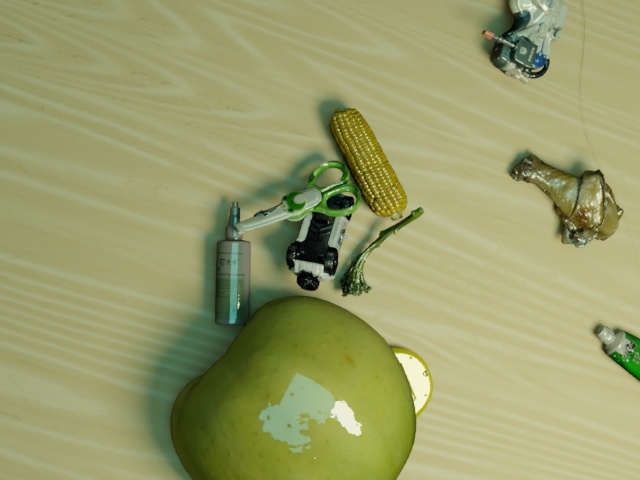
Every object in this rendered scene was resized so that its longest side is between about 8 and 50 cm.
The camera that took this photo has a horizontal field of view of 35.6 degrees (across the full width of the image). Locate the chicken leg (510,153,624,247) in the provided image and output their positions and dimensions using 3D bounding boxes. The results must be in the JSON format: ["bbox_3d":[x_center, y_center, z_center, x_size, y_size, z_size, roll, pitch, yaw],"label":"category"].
[{"bbox_3d":[0.424,-0.078,1.683,0.125,0.080,0.196,-38,94,5],"label":"chicken leg"}]

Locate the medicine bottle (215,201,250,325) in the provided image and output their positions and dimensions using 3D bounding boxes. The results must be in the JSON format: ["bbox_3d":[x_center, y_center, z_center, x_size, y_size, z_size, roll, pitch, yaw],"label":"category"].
[{"bbox_3d":[-0.140,0.036,1.605,0.057,0.057,0.199,2,89,-8],"label":"medicine bottle"}]

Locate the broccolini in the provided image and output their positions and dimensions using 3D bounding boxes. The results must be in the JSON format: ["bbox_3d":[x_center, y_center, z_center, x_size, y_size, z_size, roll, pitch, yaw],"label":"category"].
[{"bbox_3d":[0.094,0.012,1.632,0.052,0.054,0.194,44,103,34],"label":"broccolini"}]

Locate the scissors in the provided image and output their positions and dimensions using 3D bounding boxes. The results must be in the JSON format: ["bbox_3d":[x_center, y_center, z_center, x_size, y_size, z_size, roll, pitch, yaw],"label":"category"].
[{"bbox_3d":[-0.039,-0.055,1.587,0.204,0.027,0.101,-24,58,-7],"label":"scissors"}]

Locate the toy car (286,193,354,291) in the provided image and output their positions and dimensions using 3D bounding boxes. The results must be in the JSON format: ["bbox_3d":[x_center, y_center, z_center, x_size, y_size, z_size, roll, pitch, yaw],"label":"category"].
[{"bbox_3d":[0.000,0.000,1.608,0.080,0.070,0.171,10,65,14],"label":"toy car"}]

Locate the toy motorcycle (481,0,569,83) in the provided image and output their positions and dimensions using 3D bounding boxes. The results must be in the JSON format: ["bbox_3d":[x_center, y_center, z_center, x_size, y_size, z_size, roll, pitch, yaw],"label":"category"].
[{"bbox_3d":[0.341,-0.381,1.666,0.150,0.102,0.221,19,86,-20],"label":"toy motorcycle"}]

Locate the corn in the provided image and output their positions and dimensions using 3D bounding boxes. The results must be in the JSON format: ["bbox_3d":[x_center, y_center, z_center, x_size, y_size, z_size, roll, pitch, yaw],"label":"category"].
[{"bbox_3d":[0.078,-0.125,1.636,0.068,0.068,0.207,-30,91,-8],"label":"corn"}]

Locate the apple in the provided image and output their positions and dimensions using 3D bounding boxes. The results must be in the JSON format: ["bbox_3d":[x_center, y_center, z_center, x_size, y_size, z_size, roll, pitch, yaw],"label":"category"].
[{"bbox_3d":[-0.026,0.293,1.572,0.360,0.320,0.312,41,50,-6],"label":"apple"}]

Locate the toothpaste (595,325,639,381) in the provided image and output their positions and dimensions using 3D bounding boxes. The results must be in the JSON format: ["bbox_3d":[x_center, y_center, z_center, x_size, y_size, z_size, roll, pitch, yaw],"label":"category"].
[{"bbox_3d":[0.575,0.226,1.714,0.248,0.047,0.078,37,86,-8],"label":"toothpaste"}]

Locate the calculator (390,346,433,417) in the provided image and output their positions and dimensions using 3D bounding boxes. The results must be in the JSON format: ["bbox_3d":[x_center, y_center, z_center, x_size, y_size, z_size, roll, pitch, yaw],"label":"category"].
[{"bbox_3d":[0.073,0.261,1.644,0.235,0.032,0.146,-23,92,-7],"label":"calculator"}]
